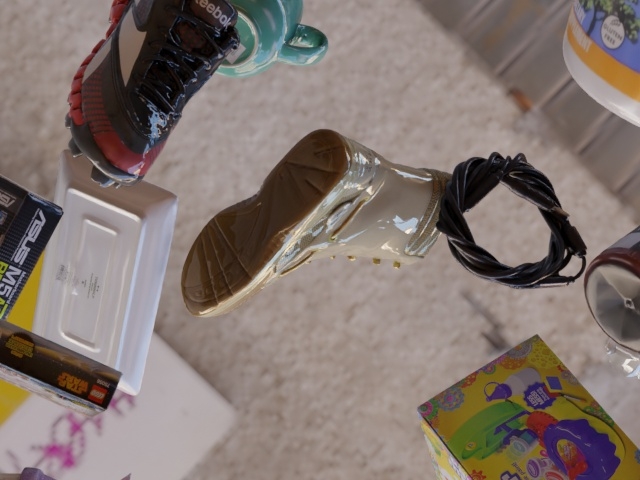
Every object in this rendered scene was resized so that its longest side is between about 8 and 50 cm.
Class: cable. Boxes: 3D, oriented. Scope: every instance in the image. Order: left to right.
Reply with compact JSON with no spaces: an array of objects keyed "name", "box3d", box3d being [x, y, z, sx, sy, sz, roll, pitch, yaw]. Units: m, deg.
[{"name":"cable","box3d":[0.190,-0.021,1.577,0.184,0.151,0.047,-1,160,-38]}]

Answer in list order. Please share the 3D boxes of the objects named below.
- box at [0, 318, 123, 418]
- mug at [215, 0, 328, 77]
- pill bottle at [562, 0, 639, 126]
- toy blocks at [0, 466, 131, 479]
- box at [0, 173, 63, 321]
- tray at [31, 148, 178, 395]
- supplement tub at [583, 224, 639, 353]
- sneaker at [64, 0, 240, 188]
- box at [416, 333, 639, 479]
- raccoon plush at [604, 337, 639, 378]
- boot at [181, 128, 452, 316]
[{"name":"box","box3d":[-0.192,0.068,0.952,0.027,0.137,0.094,-67,-171,-13]},{"name":"mug","box3d":[-0.079,-0.245,1.724,0.157,0.129,0.097,-1,-147,16]},{"name":"pill bottle","box3d":[0.228,-0.191,0.774,0.152,0.152,0.272,-54,161,-56]},{"name":"toy blocks","box3d":[-0.285,0.255,1.102,0.289,0.260,0.309,-83,174,-49]},{"name":"box","box3d":[-0.419,0.008,1.660,0.060,0.270,0.216,30,86,-52]},{"name":"tray","box3d":[-0.245,0.043,1.713,0.030,0.145,0.270,-45,155,-56]},{"name":"supplement tub","box3d":[0.341,0.016,1.453,0.198,0.106,0.106,-32,177,-32]},{"name":"sneaker","box3d":[-0.142,-0.164,1.399,0.135,0.097,0.276,-29,-148,35]},{"name":"box","box3d":[0.277,0.322,1.830,0.177,0.290,0.279,-30,141,-10]},{"name":"raccoon plush","box3d":[0.490,-0.030,1.603,0.446,0.216,0.299,-36,150,-54]},{"name":"boot","box3d":[0.000,0.000,1.595,0.203,0.095,0.262,12,132,-46]}]
